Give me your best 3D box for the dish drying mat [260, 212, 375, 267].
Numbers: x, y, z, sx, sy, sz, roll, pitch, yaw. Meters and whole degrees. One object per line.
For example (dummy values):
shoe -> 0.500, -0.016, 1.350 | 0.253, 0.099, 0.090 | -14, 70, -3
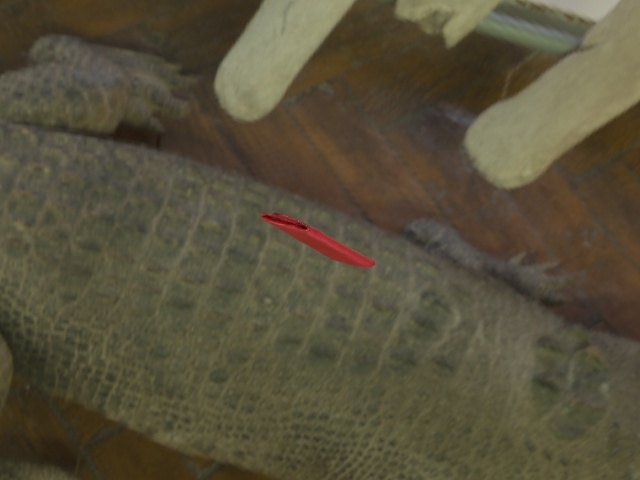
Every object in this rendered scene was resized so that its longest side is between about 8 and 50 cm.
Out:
dish drying mat -> 0.000, 0.000, 0.701 | 0.032, 0.083, 0.008 | 17, 83, 30
